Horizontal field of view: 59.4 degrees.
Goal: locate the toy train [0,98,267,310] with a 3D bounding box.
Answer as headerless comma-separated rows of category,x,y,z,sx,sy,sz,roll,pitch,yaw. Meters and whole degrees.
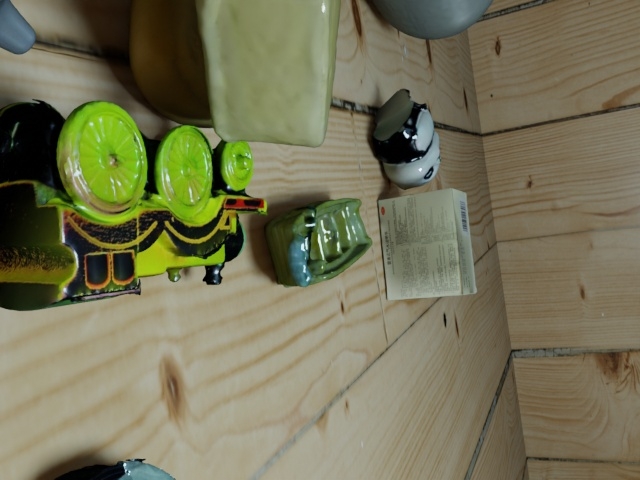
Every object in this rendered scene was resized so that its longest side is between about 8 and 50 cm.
toy train,-0.150,-0.030,0.492,0.296,0.100,0.161,-7,97,-66

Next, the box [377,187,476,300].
box,0.215,0.012,1.145,0.095,0.168,0.212,4,80,-60

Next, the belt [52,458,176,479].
belt,-0.167,0.227,0.436,0.140,0.058,0.105,28,53,-55

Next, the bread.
bread,-0.132,-0.224,0.571,0.147,0.098,0.217,40,50,-63

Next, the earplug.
earplug,0.227,-0.613,1.173,0.394,0.312,0.313,24,62,-61

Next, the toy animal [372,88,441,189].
toy animal,0.190,-0.203,1.186,0.179,0.138,0.166,55,53,-36

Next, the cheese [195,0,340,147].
cheese,-0.031,-0.305,0.430,0.384,0.104,0.384,4,90,-85

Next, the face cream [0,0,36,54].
face cream,-0.279,-0.198,0.277,0.311,0.092,0.092,42,47,-55

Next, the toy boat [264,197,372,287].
toy boat,-0.006,0.001,0.801,0.276,0.084,0.111,-29,107,-66
